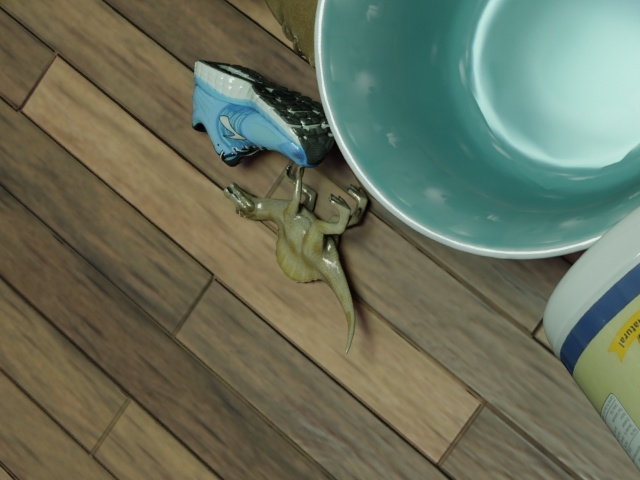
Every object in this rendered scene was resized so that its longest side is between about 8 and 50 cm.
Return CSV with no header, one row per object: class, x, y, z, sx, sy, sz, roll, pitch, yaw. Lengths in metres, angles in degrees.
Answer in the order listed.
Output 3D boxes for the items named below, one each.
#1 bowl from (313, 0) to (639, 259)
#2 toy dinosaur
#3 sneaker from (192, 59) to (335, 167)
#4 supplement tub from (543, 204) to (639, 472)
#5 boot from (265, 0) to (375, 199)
bowl,0.169,-0.140,1.228,0.312,0.163,0.311,-1,88,25
toy dinosaur,0.000,0.000,1.368,0.183,0.053,0.092,48,119,29
sneaker,-0.048,-0.088,1.383,0.162,0.063,0.073,33,113,46
supplement tub,0.316,0.113,1.099,0.228,0.228,0.316,-40,70,16
boot,0.021,-0.166,1.350,0.115,0.112,0.305,-20,79,46
